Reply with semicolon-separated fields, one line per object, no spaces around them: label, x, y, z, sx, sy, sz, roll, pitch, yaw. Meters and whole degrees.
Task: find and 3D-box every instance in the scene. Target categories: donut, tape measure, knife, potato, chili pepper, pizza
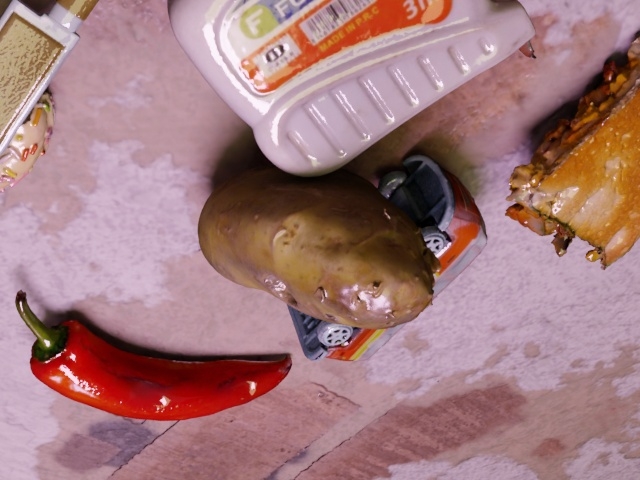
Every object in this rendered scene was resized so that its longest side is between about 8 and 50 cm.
donut;-0.336;-0.088;0.742;0.165;0.065;0.108;-2;126;-14
tape measure;0.021;-0.201;0.691;0.258;0.130;0.265;-33;124;12
knife;-0.240;-0.179;0.672;0.061;0.027;0.343;33;103;-23
potato;0.000;0.000;0.767;0.191;0.296;0.141;6;105;-36
chili pepper;-0.220;0.158;0.985;0.368;0.092;0.137;18;105;-34
pizza;0.298;-0.084;0.873;0.228;0.081;0.290;-19;132;-16

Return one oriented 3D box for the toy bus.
toy bus;0.080;0.028;0.911;0.119;0.121;0.265;21;123;-38
